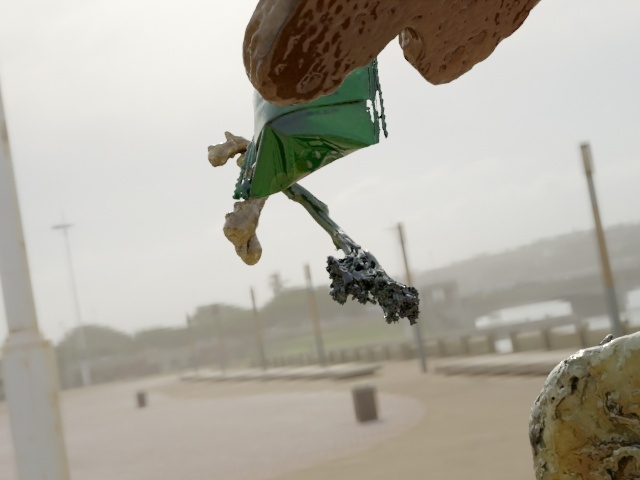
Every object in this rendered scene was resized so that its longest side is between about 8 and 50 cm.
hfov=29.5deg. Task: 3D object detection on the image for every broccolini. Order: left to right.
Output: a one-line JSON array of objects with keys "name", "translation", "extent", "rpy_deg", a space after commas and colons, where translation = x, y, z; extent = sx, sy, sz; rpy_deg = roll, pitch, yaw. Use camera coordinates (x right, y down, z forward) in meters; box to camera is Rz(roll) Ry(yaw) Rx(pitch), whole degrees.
[{"name": "broccolini", "translation": [-0.005, -0.005, 1.316], "extent": [0.062, 0.271, 0.123], "rpy_deg": [-48, -29, 6]}]

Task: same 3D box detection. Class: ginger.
[{"name": "ginger", "translation": [-0.115, -0.077, 1.934], "extent": [0.052, 0.193, 0.176], "rpy_deg": [-6, 33, 45]}]

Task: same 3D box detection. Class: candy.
[{"name": "candy", "translation": [-0.016, -0.128, 1.264], "extent": [0.203, 0.141, 0.078], "rpy_deg": [-25, -25, 35]}]

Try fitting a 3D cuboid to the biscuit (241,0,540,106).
[{"name": "biscuit", "translation": [0.075, -0.203, 0.964], "extent": [0.262, 0.052, 0.277], "rpy_deg": [-51, -31, 18]}]

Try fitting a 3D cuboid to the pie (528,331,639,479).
[{"name": "pie", "translation": [0.312, 0.223, 1.040], "extent": [0.077, 0.339, 0.339], "rpy_deg": [-20, 3, -39]}]
